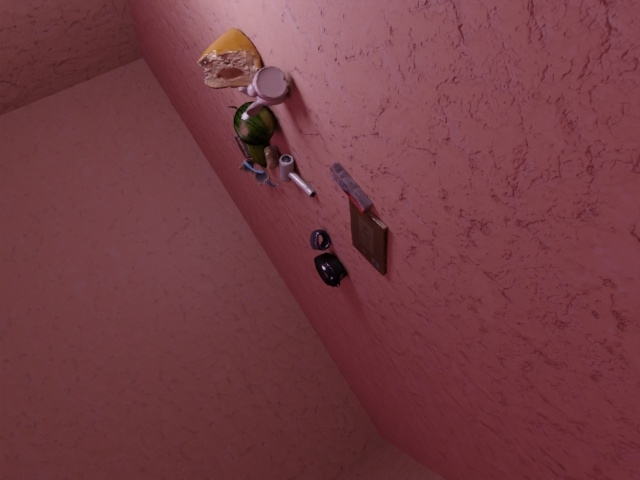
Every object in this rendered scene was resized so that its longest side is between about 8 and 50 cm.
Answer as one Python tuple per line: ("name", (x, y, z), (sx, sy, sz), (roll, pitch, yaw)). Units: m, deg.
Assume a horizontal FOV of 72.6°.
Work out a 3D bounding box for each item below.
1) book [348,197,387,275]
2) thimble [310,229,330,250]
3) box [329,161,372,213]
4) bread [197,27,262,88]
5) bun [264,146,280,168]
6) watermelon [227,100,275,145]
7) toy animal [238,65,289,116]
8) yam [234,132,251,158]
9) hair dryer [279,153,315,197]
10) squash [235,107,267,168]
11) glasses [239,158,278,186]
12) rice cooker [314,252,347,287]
("book", (0.191, -0.015, 1.757), (0.217, 0.021, 0.311), (47, 160, 33))
("thimble", (0.001, -0.002, 2.190), (0.066, 0.095, 0.105), (6, 91, 57))
("box", (0.111, -0.197, 1.635), (0.218, 0.039, 0.055), (53, 161, 16))
("bread", (-0.350, -0.706, 1.774), (0.211, 0.224, 0.184), (39, 161, 28))
("bun", (-0.240, -0.415, 2.183), (0.115, 0.069, 0.115), (166, 90, -84))
("watermelon", (-0.306, -0.531, 1.961), (0.214, 0.188, 0.188), (39, 159, 9))
("toy animal", (-0.210, -0.570, 1.656), (0.128, 0.178, 0.193), (64, 160, -11))
("yam", (-0.399, -0.528, 2.380), (0.107, 0.107, 0.183), (27, 146, 59))
("hair dryer", (-0.109, -0.287, 2.046), (0.236, 0.073, 0.131), (49, 159, 20))
("squash", (-0.330, -0.514, 2.193), (0.107, 0.107, 0.395), (47, 164, 32))
("glasses", (-0.316, -0.375, 2.409), (0.220, 0.088, 0.189), (16, 162, 48))
("rice cooker", (0.048, 0.151, 2.264), (0.203, 0.118, 0.142), (47, 159, 34))
